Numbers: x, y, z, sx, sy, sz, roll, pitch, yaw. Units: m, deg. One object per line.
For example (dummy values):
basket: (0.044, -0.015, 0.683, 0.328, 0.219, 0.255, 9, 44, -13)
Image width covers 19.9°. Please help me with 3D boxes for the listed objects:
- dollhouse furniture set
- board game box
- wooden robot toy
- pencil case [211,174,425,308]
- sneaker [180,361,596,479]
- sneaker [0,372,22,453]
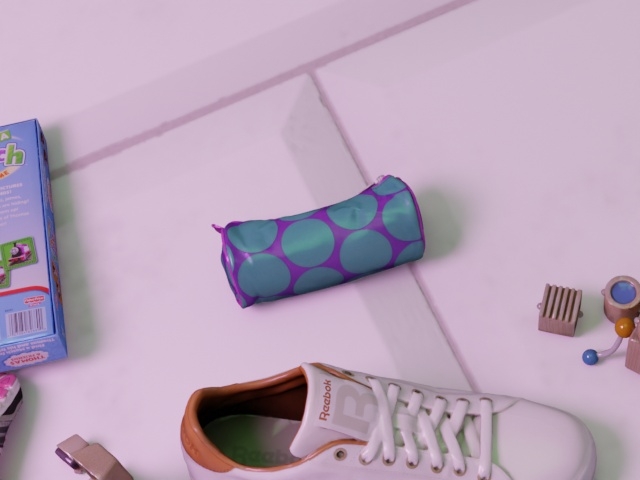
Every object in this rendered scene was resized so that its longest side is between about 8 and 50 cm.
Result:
dollhouse furniture set: (-0.178, 0.177, 1.265, 0.091, 0.114, 0.081, 37, 77, 21)
board game box: (-0.282, 0.011, 1.395, 0.160, 0.039, 0.211, -12, 55, 1)
wooden robot toy: (0.238, 0.059, 1.288, 0.173, 0.079, 0.076, 26, 69, 19)
pencil case: (0.000, 0.000, 1.361, 0.151, 0.064, 0.070, -16, 77, -1)
sneaker: (0.044, 0.142, 1.248, 0.290, 0.123, 0.106, -2, 60, 5)
sneaker: (-0.256, 0.169, 1.312, 0.063, 0.075, 0.170, -6, 37, 24)
